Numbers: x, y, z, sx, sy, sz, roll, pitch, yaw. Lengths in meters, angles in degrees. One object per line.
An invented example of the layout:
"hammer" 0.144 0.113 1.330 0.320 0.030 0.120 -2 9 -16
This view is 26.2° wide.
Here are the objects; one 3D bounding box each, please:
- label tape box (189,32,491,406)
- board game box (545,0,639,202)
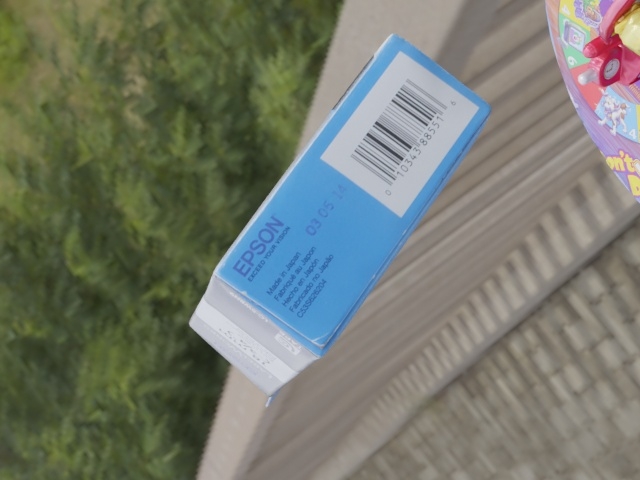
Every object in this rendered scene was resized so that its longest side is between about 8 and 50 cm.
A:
"label tape box" 0.000 0.000 1.163 0.106 0.240 0.333 36 163 0
"board game box" 0.118 -0.050 0.429 0.169 0.033 0.133 22 134 55
